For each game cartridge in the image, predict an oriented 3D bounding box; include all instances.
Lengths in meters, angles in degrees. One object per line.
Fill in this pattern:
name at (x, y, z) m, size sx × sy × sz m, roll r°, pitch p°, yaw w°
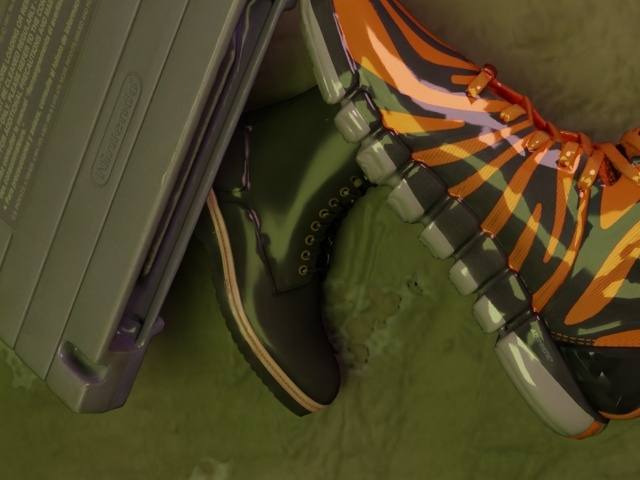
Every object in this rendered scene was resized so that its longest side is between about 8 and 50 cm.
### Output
game cartridge at (-0.146, -0.098, 0.983) m, size 0.230 × 0.068 × 0.355 m, roll 40°, pitch 116°, yaw 36°

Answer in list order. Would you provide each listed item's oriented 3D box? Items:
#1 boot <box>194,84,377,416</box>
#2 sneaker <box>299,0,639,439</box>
boot at (0.000, 0.000, 0.971) m, size 0.137 × 0.077 × 0.198 m, roll -25°, pitch 92°, yaw 21°
sneaker at (0.135, -0.056, 0.884) m, size 0.180 × 0.124 × 0.321 m, roll -33°, pitch 98°, yaw 22°
